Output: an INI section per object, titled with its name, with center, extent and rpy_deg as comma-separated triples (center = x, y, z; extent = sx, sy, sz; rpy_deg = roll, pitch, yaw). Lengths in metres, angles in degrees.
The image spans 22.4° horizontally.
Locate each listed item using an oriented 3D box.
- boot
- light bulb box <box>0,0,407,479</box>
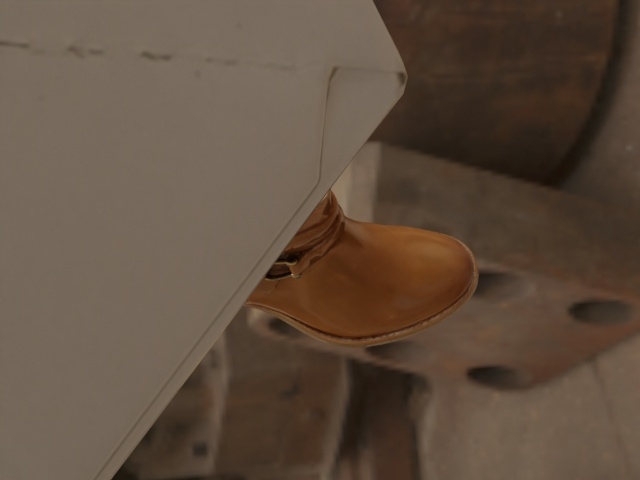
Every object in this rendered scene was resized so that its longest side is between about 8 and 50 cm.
[boot]
center = 0.000, 0.000, 0.883
extent = 0.152, 0.197, 0.073
rpy_deg = 101, 164, -65
[light bulb box]
center = -0.231, -0.111, 0.378
extent = 0.361, 0.225, 0.358
rpy_deg = 11, 143, 40
